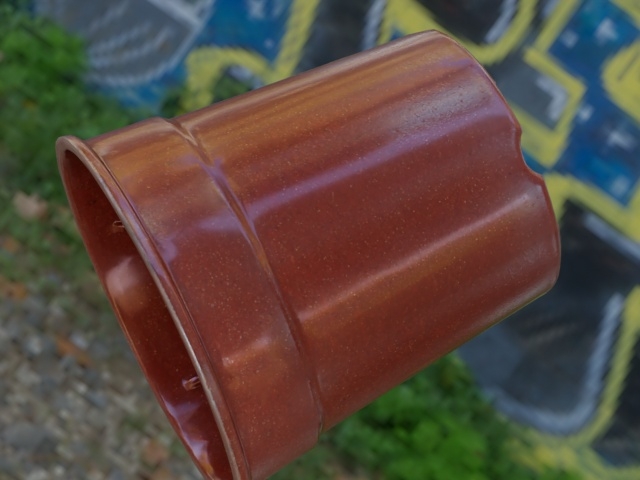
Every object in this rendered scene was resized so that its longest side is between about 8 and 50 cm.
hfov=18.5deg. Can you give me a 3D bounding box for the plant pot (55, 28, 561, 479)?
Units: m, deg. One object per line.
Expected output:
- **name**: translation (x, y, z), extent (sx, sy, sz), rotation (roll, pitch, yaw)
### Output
- **plant pot**: translation (0.000, 0.000, 1.323), extent (0.272, 0.265, 0.272), rotation (59, -14, 23)
